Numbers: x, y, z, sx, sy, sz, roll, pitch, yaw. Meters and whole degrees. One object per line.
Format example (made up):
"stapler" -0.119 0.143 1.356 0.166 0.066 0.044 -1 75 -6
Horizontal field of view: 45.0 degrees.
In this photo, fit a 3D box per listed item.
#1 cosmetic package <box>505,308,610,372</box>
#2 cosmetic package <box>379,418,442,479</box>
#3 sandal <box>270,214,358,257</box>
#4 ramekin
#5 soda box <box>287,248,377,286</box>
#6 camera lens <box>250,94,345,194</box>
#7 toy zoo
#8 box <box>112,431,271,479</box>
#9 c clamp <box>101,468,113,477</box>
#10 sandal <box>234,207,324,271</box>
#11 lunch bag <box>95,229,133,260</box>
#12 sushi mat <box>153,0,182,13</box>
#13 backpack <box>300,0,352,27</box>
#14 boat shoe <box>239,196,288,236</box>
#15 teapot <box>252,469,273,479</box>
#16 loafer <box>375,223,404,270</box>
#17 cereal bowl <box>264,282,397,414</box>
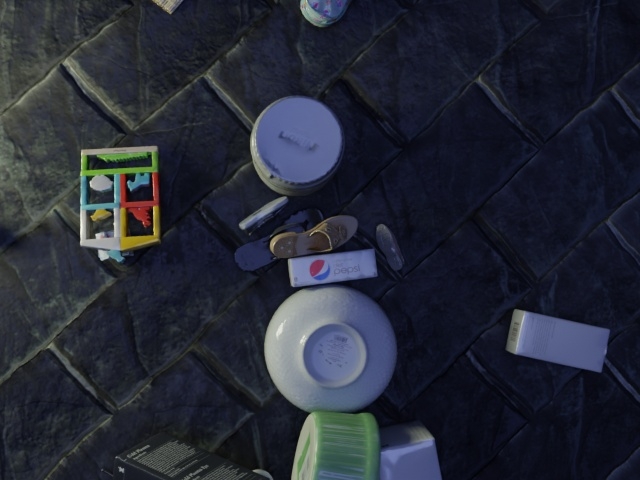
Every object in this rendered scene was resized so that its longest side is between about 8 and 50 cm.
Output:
"cosmetic package" 0.604 0.254 1.971 0.231 0.085 0.117 14 89 -5
"cosmetic package" 0.223 0.654 1.879 0.156 0.217 0.385 -9 92 -3
"sandal" 0.001 0.006 1.907 0.240 0.079 0.088 -14 118 -20
"ramekin" 0.027 0.547 1.814 0.148 0.303 0.303 12 89 -9
"soda box" 0.029 0.068 1.939 0.216 0.069 0.074 -7 90 -8
"camera lens" -0.055 -0.221 1.841 0.219 0.274 0.219 0 89 -3
"toy zoo" -0.492 -0.087 1.903 0.192 0.030 0.293 -4 76 -3
"box" -0.310 0.665 1.755 0.312 0.179 0.343 16 104 24
"c clamp" -0.521 0.671 1.932 0.137 0.022 0.160 28 86 -8
"sandal" -0.096 0.005 1.945 0.254 0.054 0.097 -32 91 -3
"lunch bag" -0.515 0.011 1.923 0.083 0.053 0.071 -9 86 3
"sushi mat" -0.336 -0.739 1.959 0.151 0.019 0.316 40 87 -3
"backpack" 0.019 -0.628 1.931 0.152 0.115 0.182 24 91 -5
"boat shoe" -0.138 -0.062 1.952 0.142 0.049 0.040 -32 110 -2
"teapot" -0.131 0.735 1.877 0.252 0.187 0.256 33 111 21
"loafer" 0.179 0.016 1.975 0.045 0.039 0.125 -24 87 30
"cereal bowl" 0.028 0.275 1.909 0.339 0.141 0.339 0 90 -2
